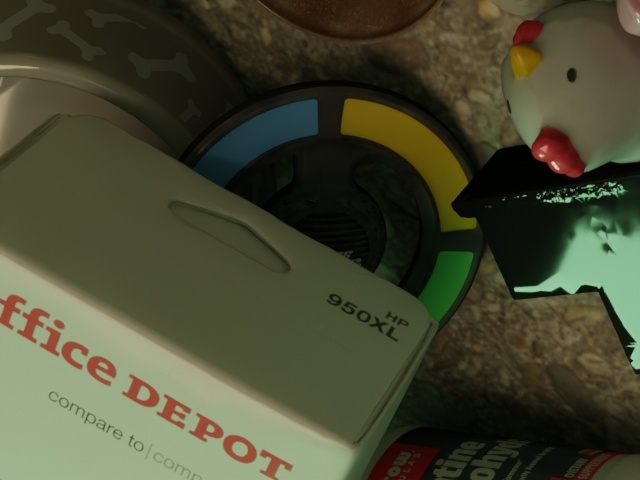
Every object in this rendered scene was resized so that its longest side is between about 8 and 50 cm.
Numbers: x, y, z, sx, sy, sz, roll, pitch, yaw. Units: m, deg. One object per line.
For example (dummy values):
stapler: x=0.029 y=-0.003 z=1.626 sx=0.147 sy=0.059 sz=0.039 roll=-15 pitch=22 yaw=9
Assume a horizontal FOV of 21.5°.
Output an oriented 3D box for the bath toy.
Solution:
bath toy: x=0.222 y=-0.138 z=0.874 sx=0.348 sy=0.129 sz=0.151 roll=-33 pitch=101 yaw=40

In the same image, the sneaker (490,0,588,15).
sneaker: x=0.101 y=-0.266 z=0.905 sx=0.126 sy=0.127 sz=0.321 roll=-16 pitch=142 yaw=6

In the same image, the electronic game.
electronic game: x=0.000 y=0.000 z=1.138 sx=0.229 sy=0.048 sz=0.229 roll=-5 pitch=118 yaw=-10

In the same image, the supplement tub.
supplement tub: x=0.115 y=0.234 z=1.208 sx=0.272 sy=0.191 sz=0.191 roll=3 pitch=123 yaw=33

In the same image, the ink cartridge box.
ink cartridge box: x=-0.139 y=0.160 z=1.102 sx=0.285 sy=0.166 sz=0.395 roll=28 pitch=123 yaw=6

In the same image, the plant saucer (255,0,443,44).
plant saucer: x=0.009 y=-0.220 z=1.056 sx=0.198 sy=0.036 sz=0.199 roll=19 pitch=131 yaw=24

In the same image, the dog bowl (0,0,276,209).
dog bowl: x=-0.205 y=-0.012 z=1.208 sx=0.348 sy=0.102 sz=0.349 roll=0 pitch=120 yaw=1

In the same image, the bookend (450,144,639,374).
bookend: x=0.191 y=0.014 z=1.073 sx=0.156 sy=0.072 sz=0.157 roll=-9 pitch=116 yaw=41
